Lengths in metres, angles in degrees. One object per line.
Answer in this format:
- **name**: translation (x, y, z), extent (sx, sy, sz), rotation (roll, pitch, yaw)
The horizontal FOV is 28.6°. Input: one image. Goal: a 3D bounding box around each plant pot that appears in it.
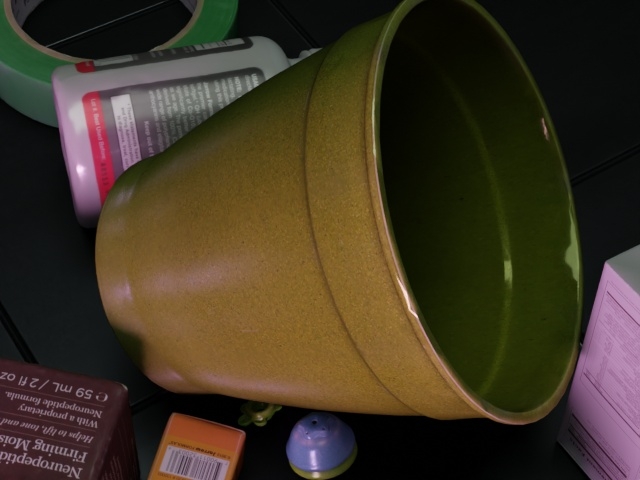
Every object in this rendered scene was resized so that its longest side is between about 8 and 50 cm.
- **plant pot**: translation (0.000, 0.000, 1.134), extent (0.352, 0.366, 0.367), rotation (-13, 44, 33)

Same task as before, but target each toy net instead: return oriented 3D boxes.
- **toy net**: translation (0.029, 0.135, 1.255), extent (0.122, 0.045, 0.232), rotation (19, 47, 37)

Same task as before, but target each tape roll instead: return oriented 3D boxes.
- **tape roll**: translation (-0.259, -0.271, 1.524), extent (0.321, 0.077, 0.321), rotation (2, 53, -2)

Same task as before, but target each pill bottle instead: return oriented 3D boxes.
- **pill bottle**: translation (-0.119, -0.124, 1.356), extent (0.318, 0.176, 0.176), rotation (-10, 54, -11)

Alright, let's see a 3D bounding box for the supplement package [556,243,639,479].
- **supplement package**: translation (0.365, 0.132, 1.123), extent (0.199, 0.263, 0.198), rotation (-23, 51, -22)

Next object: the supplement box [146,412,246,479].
- **supplement box**: translation (-0.132, 0.274, 1.109), extent (0.080, 0.078, 0.233), rotation (16, 53, 4)

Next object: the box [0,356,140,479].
- **box**: translation (-0.264, 0.232, 1.075), extent (0.168, 0.167, 0.203), rotation (11, 52, 4)
